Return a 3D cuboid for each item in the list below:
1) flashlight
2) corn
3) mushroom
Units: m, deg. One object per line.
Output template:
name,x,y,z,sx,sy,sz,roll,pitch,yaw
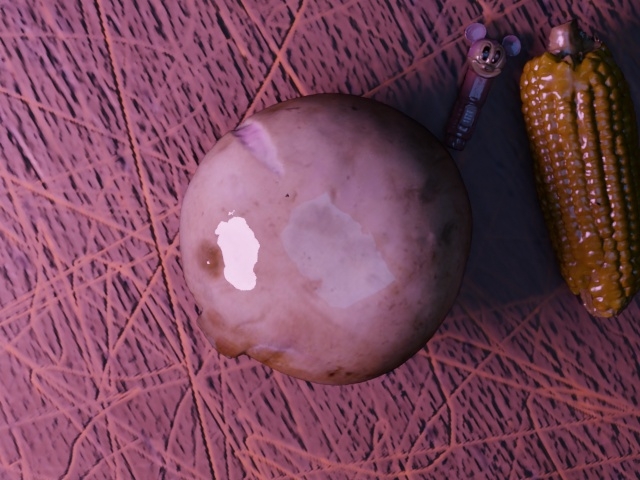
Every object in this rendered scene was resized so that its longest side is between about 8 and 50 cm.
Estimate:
flashlight,0.134,-0.130,1.425,0.052,0.031,0.110,19,98,-8
corn,0.229,-0.061,1.416,0.097,0.097,0.262,-11,104,-3
mushroom,0.000,0.000,1.361,0.254,0.184,0.255,-1,103,-2
